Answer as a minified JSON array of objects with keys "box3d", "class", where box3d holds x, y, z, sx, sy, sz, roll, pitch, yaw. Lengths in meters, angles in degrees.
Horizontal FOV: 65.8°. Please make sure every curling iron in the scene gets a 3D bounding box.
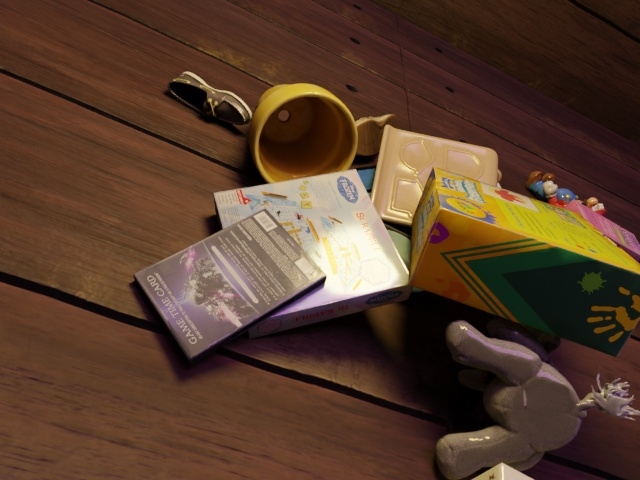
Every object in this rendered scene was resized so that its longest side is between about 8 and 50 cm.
[{"box3d":[0.249,-0.001,1.290,0.274,0.035,0.068,20,77,-10],"class":"curling iron"}]

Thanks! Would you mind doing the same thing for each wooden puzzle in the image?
[{"box3d":[0.317,-0.149,1.371,0.348,0.080,0.321,15,60,-2],"class":"wooden puzzle"}]

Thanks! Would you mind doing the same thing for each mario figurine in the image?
[{"box3d":[0.919,-0.154,1.803,0.198,0.170,0.320,-25,51,-9],"class":"mario figurine"}]

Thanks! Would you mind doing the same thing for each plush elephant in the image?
[{"box3d":[0.371,0.276,0.941,0.330,0.255,0.271,-2,86,6],"class":"plush elephant"}]

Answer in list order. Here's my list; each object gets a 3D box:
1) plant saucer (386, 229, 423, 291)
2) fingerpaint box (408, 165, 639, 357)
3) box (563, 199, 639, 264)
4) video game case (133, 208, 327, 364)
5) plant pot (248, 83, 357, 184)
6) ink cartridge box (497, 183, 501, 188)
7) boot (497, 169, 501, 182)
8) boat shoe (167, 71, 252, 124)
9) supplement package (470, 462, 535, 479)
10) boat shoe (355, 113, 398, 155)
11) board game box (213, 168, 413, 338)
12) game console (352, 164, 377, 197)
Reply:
[{"box3d":[0.180,0.056,1.187,0.195,0.037,0.194,18,40,-16],"class":"plant saucer"},{"box3d":[0.383,0.010,1.019,0.372,0.163,0.445,19,20,4],"class":"fingerpaint box"},{"box3d":[0.772,0.034,1.466,0.243,0.213,0.117,25,39,-16],"class":"box"},{"box3d":[-0.155,0.066,0.869,0.274,0.026,0.196,-30,61,-25],"class":"video game case"},{"box3d":[-0.065,-0.275,1.228,0.254,0.253,0.239,10,28,-26],"class":"plant pot"},{"box3d":[0.529,-0.043,1.518,0.275,0.060,0.238,-31,95,-49],"class":"ink cartridge box"},{"box3d":[0.464,-0.240,1.588,0.249,0.090,0.207,9,26,26],"class":"boot"},{"box3d":[-0.287,-0.356,1.278,0.228,0.081,0.068,29,41,7],"class":"boat shoe"},{"box3d":[0.329,0.492,0.713,0.293,0.175,0.177,30,40,-4],"class":"supplement package"},{"box3d":[0.139,-0.329,1.533,0.098,0.109,0.302,6,26,33],"class":"boat shoe"},{"box3d":[-0.025,0.009,0.986,0.318,0.065,0.318,-11,54,-14],"class":"board game box"},{"box3d":[0.142,-0.140,1.343,0.122,0.071,0.107,-15,58,-42],"class":"game console"}]
